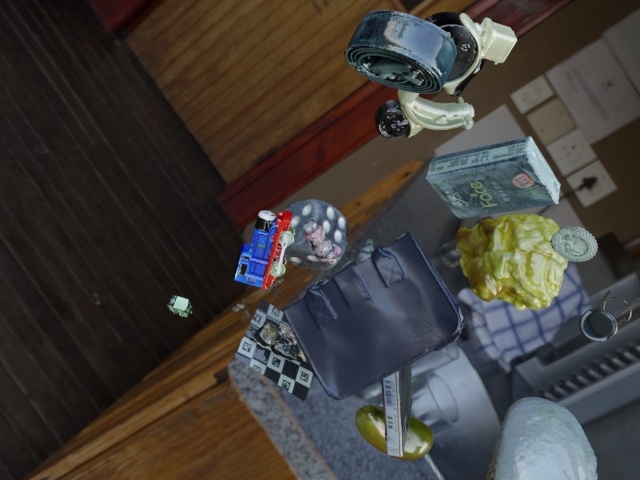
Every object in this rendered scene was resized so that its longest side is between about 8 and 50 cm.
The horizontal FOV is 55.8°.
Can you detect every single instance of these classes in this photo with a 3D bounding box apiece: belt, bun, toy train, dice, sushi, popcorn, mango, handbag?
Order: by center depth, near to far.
[{"bbox_3d":[0.102,0.142,1.243,0.269,0.326,0.118,61,15,11],"label":"handbag"},{"bbox_3d":[0.466,0.524,1.295,0.362,0.211,0.361,16,90,-72],"label":"bun"},{"bbox_3d":[0.167,-0.411,1.320,0.268,0.116,0.206,22,-4,45],"label":"belt"},{"bbox_3d":[0.413,0.038,1.337,0.237,0.252,0.205,-49,146,-51],"label":"popcorn"},{"bbox_3d":[-0.331,0.157,1.435,0.083,0.053,0.033,84,25,-67],"label":"toy train"},{"bbox_3d":[-0.083,0.265,1.525,0.215,0.050,0.192,35,48,-14],"label":"sushi"},{"bbox_3d":[-0.143,0.019,1.558,0.131,0.203,0.082,16,19,-5],"label":"toy train"},{"bbox_3d":[0.202,0.539,1.710,0.289,0.129,0.146,32,-6,-25],"label":"mango"},{"bbox_3d":[-0.029,-0.017,1.956,0.181,0.183,0.182,36,61,-40],"label":"dice"}]

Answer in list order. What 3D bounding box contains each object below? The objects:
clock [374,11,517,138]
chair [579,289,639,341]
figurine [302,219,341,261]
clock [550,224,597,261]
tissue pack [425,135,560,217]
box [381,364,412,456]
[{"bbox_3d":[0.324,-0.414,1.608,0.277,0.379,0.120,8,48,-14],"label":"clock"},{"bbox_3d":[0.839,0.211,1.737,0.222,0.095,0.104,-22,77,-37],"label":"chair"},{"bbox_3d":[0.000,0.000,1.656,0.129,0.072,0.054,58,-18,-22],"label":"figurine"},{"bbox_3d":[0.472,0.008,1.123,0.083,0.074,0.010,37,41,-4],"label":"clock"},{"bbox_3d":[0.496,-0.173,1.743,0.228,0.316,0.103,42,54,-37],"label":"tissue pack"},{"bbox_3d":[0.186,0.349,1.452,0.180,0.047,0.324,-68,157,-49],"label":"box"}]
